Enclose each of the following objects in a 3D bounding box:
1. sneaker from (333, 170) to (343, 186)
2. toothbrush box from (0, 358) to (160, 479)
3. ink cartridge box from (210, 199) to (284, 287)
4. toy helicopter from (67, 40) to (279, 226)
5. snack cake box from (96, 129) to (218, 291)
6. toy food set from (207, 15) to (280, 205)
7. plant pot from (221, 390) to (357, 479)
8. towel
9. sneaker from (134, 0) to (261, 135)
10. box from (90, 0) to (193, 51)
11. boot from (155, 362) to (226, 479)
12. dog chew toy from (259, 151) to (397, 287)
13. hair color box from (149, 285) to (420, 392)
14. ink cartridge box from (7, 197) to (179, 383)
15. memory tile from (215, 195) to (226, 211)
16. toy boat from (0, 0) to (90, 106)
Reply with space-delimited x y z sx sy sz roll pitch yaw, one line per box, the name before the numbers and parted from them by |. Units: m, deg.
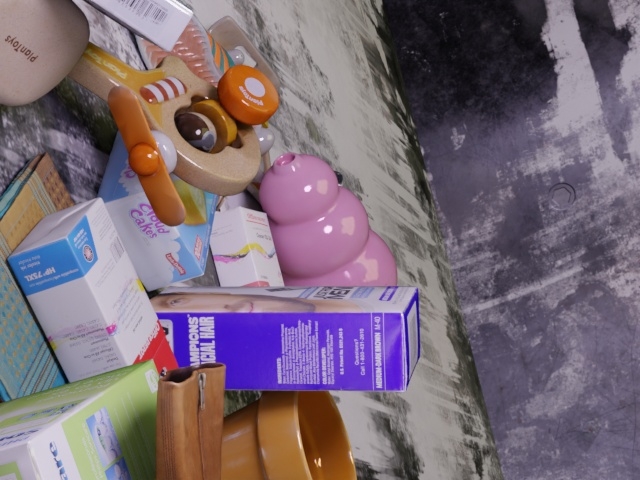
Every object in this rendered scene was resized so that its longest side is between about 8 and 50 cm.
sneaker | -0.016 -0.037 2.629 0.275 0.107 0.110 -78 166 -51
toothbrush box | -0.267 0.217 1.280 0.283 0.206 0.122 -36 108 -72
ink cartridge box | -0.118 0.016 2.235 0.115 0.067 0.198 13 60 -71
toy helicopter | -0.232 -0.168 1.814 0.355 0.140 0.235 32 41 -16
snack cake box | -0.216 -0.075 1.971 0.264 0.089 0.152 -85 153 -53
toy food set | -0.106 -0.206 2.466 0.220 0.092 0.306 48 29 -54
plant pot | -0.075 0.294 1.865 0.205 0.188 0.205 -17 90 -75
towel | -0.307 0.086 1.597 0.370 0.040 0.271 -78 147 -63
sneaker | -0.202 -0.278 2.238 0.302 0.108 0.121 55 6 -36
box | -0.282 -0.316 1.657 0.232 0.058 0.322 33 1 -21
boot | -0.117 0.256 1.222 0.264 0.096 0.280 -25 119 -74
dog chew toy | 0.000 0.000 2.368 0.206 0.206 0.332 -84 157 -54
hair color box | -0.051 0.120 1.820 0.185 0.339 0.110 -43 130 -78
ink cartridge box | -0.245 0.085 1.593 0.134 0.078 0.231 -69 139 -68
memory tile | -0.154 -0.072 2.107 0.012 0.148 0.113 28 37 -16
toy boat | -0.371 -0.255 1.617 0.151 0.151 0.231 47 4 26
